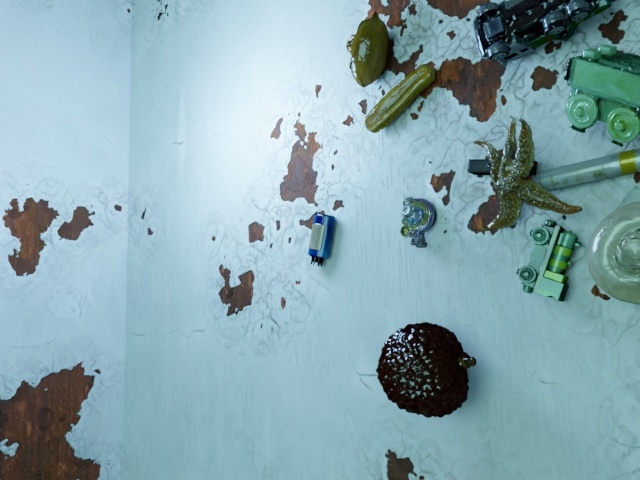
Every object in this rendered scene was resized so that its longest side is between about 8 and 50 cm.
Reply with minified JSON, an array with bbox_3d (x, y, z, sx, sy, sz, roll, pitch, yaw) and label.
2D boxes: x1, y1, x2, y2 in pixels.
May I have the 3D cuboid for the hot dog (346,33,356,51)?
[{"bbox_3d":[0.121,-0.693,2.217,0.083,0.035,0.058,-1,79,42],"label":"hot dog"}]

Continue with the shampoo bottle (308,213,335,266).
[{"bbox_3d":[0.000,0.000,2.203,0.087,0.050,0.183,9,89,40],"label":"shampoo bottle"}]

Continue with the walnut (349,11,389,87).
[{"bbox_3d":[0.166,-0.636,2.111,0.137,0.137,0.246,24,102,42],"label":"walnut"}]

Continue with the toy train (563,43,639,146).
[{"bbox_3d":[0.714,-0.346,1.499,0.271,0.159,0.188,40,139,48],"label":"toy train"}]

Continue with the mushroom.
[{"bbox_3d":[0.736,0.028,1.433,0.245,0.202,0.246,-4,81,31],"label":"mushroom"}]

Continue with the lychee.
[{"bbox_3d":[0.297,0.354,1.741,0.299,0.264,0.265,-15,73,36],"label":"lychee"}]

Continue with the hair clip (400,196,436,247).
[{"bbox_3d":[0.303,-0.063,1.948,0.116,0.049,0.172,-5,71,28],"label":"hair clip"}]

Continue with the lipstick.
[{"bbox_3d":[0.691,-0.178,1.601,0.263,0.059,0.059,-11,76,41],"label":"lipstick"}]

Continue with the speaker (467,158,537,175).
[{"bbox_3d":[0.510,-0.207,1.778,0.191,0.046,0.040,7,88,43],"label":"speaker"}]

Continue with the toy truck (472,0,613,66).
[{"bbox_3d":[0.596,-0.599,1.674,0.363,0.177,0.177,-19,76,39],"label":"toy truck"}]

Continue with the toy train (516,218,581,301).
[{"bbox_3d":[0.597,0.051,1.640,0.132,0.083,0.200,20,97,31],"label":"toy train"}]

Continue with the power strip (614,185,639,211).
[{"bbox_3d":[0.753,-0.070,1.552,0.051,0.019,0.136,45,113,35],"label":"power strip"}]

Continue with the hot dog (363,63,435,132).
[{"bbox_3d":[0.256,-0.455,2.038,0.285,0.061,0.088,-36,64,31],"label":"hot dog"}]

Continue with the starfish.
[{"bbox_3d":[0.519,-0.187,1.665,0.301,0.084,0.294,-14,86,58],"label":"starfish"}]
